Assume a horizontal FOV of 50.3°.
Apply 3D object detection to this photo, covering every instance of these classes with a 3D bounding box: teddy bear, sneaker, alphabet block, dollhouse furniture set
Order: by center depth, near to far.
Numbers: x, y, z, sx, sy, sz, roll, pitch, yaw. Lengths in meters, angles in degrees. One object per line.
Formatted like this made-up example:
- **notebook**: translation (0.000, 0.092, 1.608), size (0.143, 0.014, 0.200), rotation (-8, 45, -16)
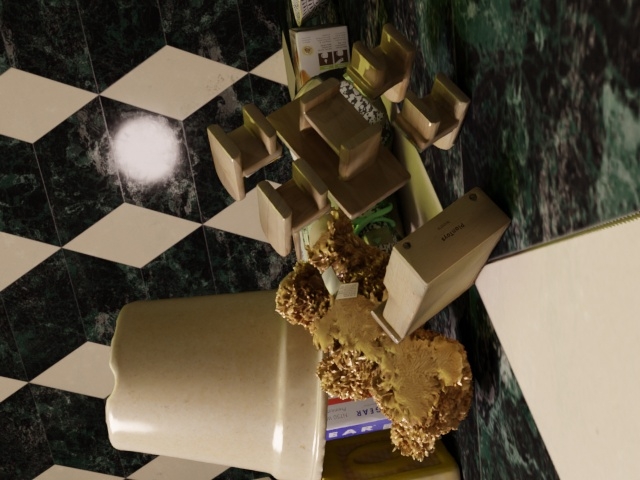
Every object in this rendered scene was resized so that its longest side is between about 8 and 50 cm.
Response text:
- **dollhouse furniture set**: translation (0.047, -0.044, 0.670), size (0.242, 0.212, 0.161), rotation (50, 163, 19)
- **teddy bear**: translation (0.067, 0.097, 0.829), size (0.338, 0.113, 0.245), rotation (22, 92, 45)
- **sneaker**: translation (0.068, -0.045, 0.972), size (0.182, 0.158, 0.410), rotation (-122, 13, -52)
- **alphabet block**: translation (0.105, 0.406, 1.006), size (0.193, 0.192, 0.197), rotation (-150, 49, -82)

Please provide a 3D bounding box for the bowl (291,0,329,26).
- **bowl**: translation (-0.015, -0.498, 1.289), size (0.170, 0.080, 0.170), rotation (170, 90, -86)

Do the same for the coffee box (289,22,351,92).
- **coffee box**: translation (0.008, -0.286, 1.320), size (0.141, 0.098, 0.247), rotation (-110, 12, -69)

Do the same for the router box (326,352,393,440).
- **router box**: translation (-0.026, 0.244, 1.357), size (0.082, 0.335, 0.301), rotation (90, 170, -60)

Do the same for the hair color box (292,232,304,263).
- **hair color box**: translation (0.000, 0.000, 1.797), size (0.185, 0.110, 0.339), rotation (110, 155, -54)

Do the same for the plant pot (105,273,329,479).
- **plant pot**: translation (-0.155, 0.213, 1.053), size (0.334, 0.305, 0.334), rotation (-178, 90, -85)

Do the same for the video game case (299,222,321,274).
- **video game case**: translation (0.031, 0.042, 1.566), size (0.193, 0.023, 0.212), rotation (-16, 82, 50)
